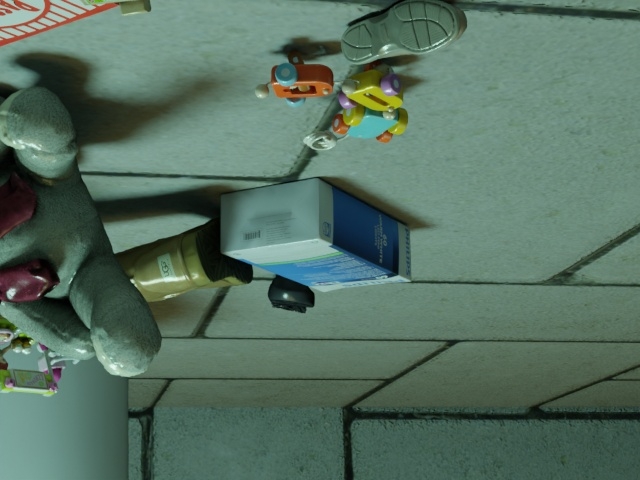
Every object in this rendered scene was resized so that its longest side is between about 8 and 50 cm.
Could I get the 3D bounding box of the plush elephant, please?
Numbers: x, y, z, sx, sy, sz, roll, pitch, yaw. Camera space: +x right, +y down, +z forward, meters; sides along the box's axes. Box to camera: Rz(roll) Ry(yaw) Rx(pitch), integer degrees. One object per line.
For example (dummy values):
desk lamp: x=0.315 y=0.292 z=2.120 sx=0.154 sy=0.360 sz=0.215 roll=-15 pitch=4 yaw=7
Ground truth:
plush elephant: x=-0.338 y=0.012 z=1.333 sx=0.255 sy=0.272 sz=0.330 roll=-24 pitch=-164 yaw=-14

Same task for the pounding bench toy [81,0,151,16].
pounding bench toy: x=-0.138 y=-0.195 z=0.944 sx=0.052 sy=0.065 sz=0.083 roll=-5 pitch=166 yaw=9

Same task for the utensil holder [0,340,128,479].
utensil holder: x=-0.437 y=0.248 z=2.022 sx=0.328 sy=0.385 sz=0.327 roll=-2 pitch=166 yaw=-1

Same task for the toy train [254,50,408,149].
toy train: x=0.015 y=-0.133 z=1.259 sx=0.125 sy=0.046 sz=0.166 roll=-3 pitch=163 yaw=11

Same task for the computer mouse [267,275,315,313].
computer mouse: x=-0.043 y=0.082 z=2.136 sx=0.071 sy=0.041 sz=0.242 roll=7 pitch=172 yaw=0

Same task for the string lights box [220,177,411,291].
string lights box: x=0.000 y=0.000 z=1.712 sx=0.133 sy=0.076 sz=0.260 roll=-8 pitch=165 yaw=26

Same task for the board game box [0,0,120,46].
board game box: x=-0.257 y=-0.195 z=0.973 sx=0.147 sy=0.045 sz=0.193 roll=-11 pitch=163 yaw=35

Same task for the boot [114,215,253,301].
boot: x=-0.237 y=0.044 z=1.701 sx=0.269 sy=0.089 sz=0.236 roll=-16 pitch=174 yaw=14

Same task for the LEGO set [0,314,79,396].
LEGO set: x=-0.389 y=0.136 z=1.514 sx=0.287 sy=0.107 sz=0.132 roll=-4 pitch=151 yaw=-31

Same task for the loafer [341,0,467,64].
loafer: x=0.072 y=-0.170 z=1.133 sx=0.125 sy=0.045 sz=0.039 roll=-6 pitch=-176 yaw=45
